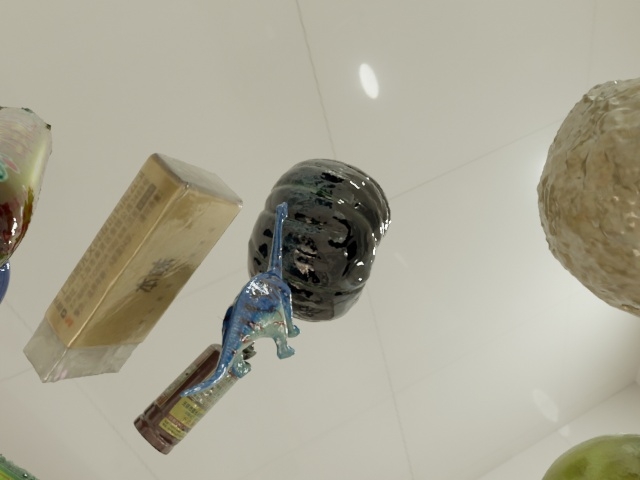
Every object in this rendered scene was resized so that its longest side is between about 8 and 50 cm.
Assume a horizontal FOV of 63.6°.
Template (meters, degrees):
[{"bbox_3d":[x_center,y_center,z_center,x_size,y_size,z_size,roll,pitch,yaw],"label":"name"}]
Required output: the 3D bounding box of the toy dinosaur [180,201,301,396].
[{"bbox_3d":[-0.076,0.101,0.685,0.329,0.076,0.144,-66,146,-43],"label":"toy dinosaur"}]

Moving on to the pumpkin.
[{"bbox_3d":[0.000,0.000,1.127,0.266,0.363,0.363,21,-24,10],"label":"pumpkin"}]

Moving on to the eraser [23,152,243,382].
[{"bbox_3d":[-0.260,0.047,0.723,0.078,0.343,0.144,42,12,23],"label":"eraser"}]

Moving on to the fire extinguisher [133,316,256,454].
[{"bbox_3d":[-0.187,0.205,0.822,0.106,0.252,0.075,40,-17,12],"label":"fire extinguisher"}]

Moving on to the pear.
[{"bbox_3d":[0.456,0.404,0.778,0.212,0.269,0.212,52,17,-23],"label":"pear"}]

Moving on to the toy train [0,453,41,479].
[{"bbox_3d":[-0.515,0.463,0.815,0.159,0.188,0.272,30,-39,4],"label":"toy train"}]

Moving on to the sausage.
[{"bbox_3d":[-0.257,-0.056,0.403,0.371,0.082,0.082,35,-32,59],"label":"sausage"}]

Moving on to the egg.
[{"bbox_3d":[0.365,-0.049,0.532,0.279,0.310,0.279,-3,-95,43],"label":"egg"}]

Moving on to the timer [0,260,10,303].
[{"bbox_3d":[-0.901,0.050,1.115,0.383,0.270,0.270,11,-45,31],"label":"timer"}]
